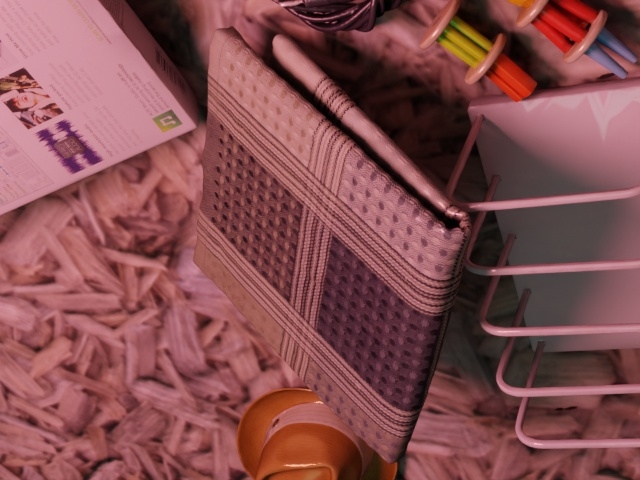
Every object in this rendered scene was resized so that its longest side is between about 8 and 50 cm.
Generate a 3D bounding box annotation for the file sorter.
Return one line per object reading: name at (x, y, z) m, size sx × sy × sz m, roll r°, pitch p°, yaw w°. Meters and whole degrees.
file sorter at (0.235, 0.027, 1.201) m, size 0.193 × 0.173 × 0.277 m, roll -5°, pitch 124°, yaw 24°

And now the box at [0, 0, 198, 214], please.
box at (-0.305, -0.129, 1.261) m, size 0.322 × 0.058 × 0.232 m, roll -23°, pitch 136°, yaw 13°

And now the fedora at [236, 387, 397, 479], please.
fedora at (-0.013, 0.249, 1.518) m, size 0.194 × 0.079 × 0.194 m, roll 10°, pitch 127°, yaw 13°

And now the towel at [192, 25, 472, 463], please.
towel at (0.000, 0.000, 1.251) m, size 0.324 × 0.056 × 0.312 m, roll 44°, pitch 144°, yaw 30°

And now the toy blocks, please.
toy blocks at (0.175, -0.162, 1.159) m, size 0.148 × 0.054 × 0.123 m, roll 35°, pitch 129°, yaw -8°

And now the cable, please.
cable at (0.016, -0.250, 1.157) m, size 0.150 × 0.047 × 0.184 m, roll 41°, pitch 128°, yaw -11°
